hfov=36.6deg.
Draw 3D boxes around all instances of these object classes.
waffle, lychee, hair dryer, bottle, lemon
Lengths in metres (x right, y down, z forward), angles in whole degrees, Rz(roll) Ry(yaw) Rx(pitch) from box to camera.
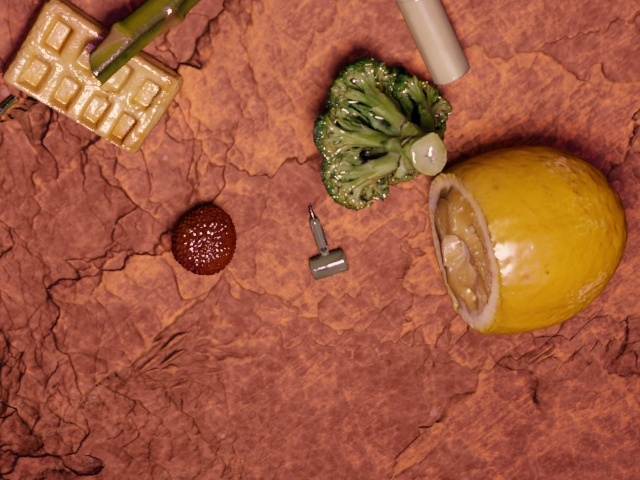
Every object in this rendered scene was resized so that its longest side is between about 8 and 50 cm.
[{"bbox_3d":[-0.385,-0.277,1.648,0.274,0.057,0.168,32,106,-21],"label":"waffle"},{"bbox_3d":[-0.213,-0.003,1.773,0.123,0.123,0.129,8,107,-13],"label":"lychee"},{"bbox_3d":[0.000,0.000,1.855,0.071,0.047,0.150,-18,110,1],"label":"hair dryer"},{"bbox_3d":[0.191,-0.374,1.690,0.072,0.072,0.201,-28,116,4],"label":"bottle"},{"bbox_3d":[0.387,-0.010,1.753,0.364,0.364,0.364,-4,116,-8],"label":"lemon"}]

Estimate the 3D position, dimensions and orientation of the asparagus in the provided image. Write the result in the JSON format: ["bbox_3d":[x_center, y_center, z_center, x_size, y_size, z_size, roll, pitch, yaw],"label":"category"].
[{"bbox_3d":[-0.276,-0.365,1.588,0.277,0.060,0.067,-41,113,-7],"label":"asparagus"}]

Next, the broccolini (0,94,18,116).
[{"bbox_3d":[-0.581,-0.207,1.672,0.140,0.030,0.035,-41,79,5],"label":"broccolini"}]

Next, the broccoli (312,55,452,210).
[{"bbox_3d":[0.114,-0.169,1.667,0.254,0.269,0.269,8,114,-30],"label":"broccoli"}]
